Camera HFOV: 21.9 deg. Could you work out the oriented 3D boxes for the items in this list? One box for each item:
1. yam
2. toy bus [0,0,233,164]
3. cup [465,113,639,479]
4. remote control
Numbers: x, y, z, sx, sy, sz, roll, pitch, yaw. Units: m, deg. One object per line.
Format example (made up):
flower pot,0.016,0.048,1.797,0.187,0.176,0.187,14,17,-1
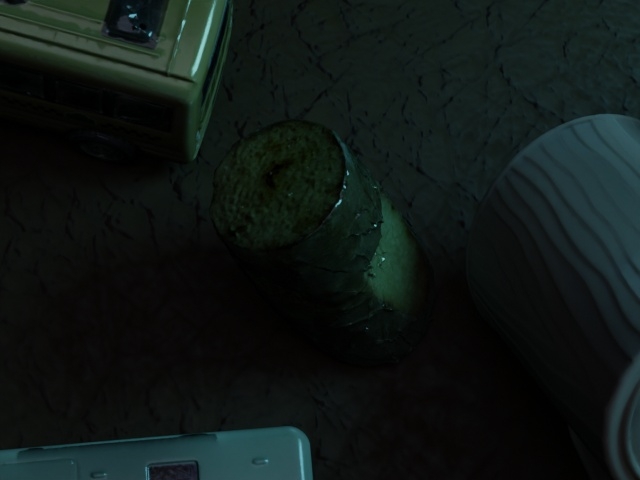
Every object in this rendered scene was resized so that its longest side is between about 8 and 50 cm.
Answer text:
yam,0.000,0.000,1.375,0.154,0.254,0.154,-9,64,19
toy bus,-0.261,-0.202,1.427,0.365,0.202,0.177,14,73,-3
cup,0.241,0.081,1.308,0.208,0.273,0.288,19,111,-28
remote control,-0.151,0.234,1.369,0.296,0.056,0.140,-5,70,-2
